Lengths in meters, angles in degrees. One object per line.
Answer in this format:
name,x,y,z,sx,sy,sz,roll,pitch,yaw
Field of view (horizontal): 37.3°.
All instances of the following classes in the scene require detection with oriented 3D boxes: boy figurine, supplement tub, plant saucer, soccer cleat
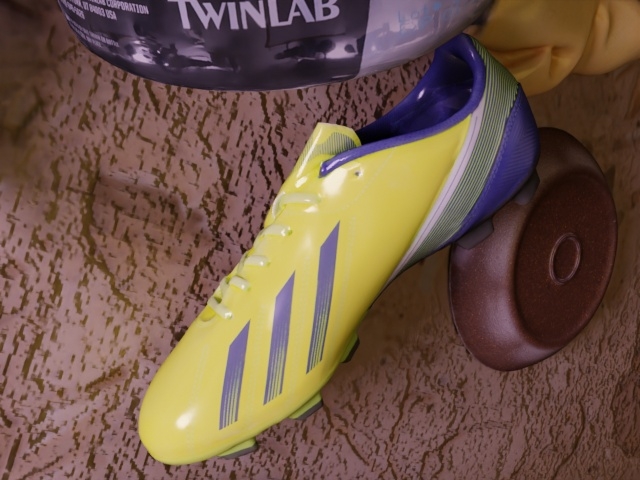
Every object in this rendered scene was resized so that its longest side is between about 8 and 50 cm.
boy figurine,0.123,-0.174,0.608,0.285,0.092,0.177,4,94,-44
supplement tub,-0.032,-0.241,0.329,0.207,0.207,0.337,-35,136,-30
plant saucer,0.179,0.011,0.744,0.199,0.036,0.198,-11,107,-40
soccer cleat,0.000,-0.001,0.524,0.289,0.093,0.121,-42,124,-10
